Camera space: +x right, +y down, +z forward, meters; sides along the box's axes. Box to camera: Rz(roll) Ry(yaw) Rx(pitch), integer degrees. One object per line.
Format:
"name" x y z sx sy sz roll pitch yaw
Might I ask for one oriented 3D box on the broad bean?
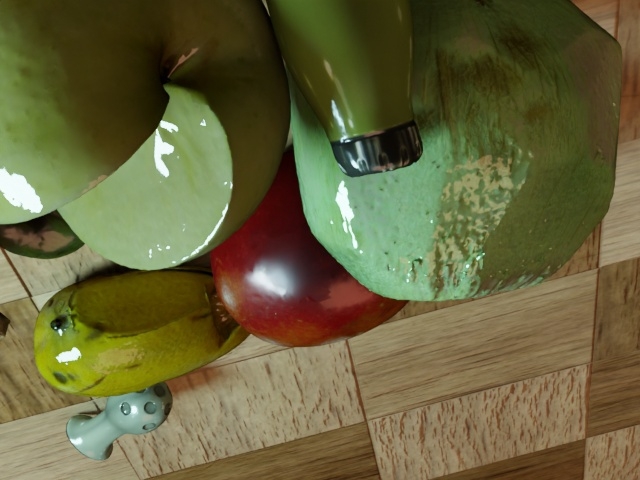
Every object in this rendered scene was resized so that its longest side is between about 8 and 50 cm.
"broad bean" -0.280 -0.065 1.847 0.153 0.072 0.206 -14 143 -7

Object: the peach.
"peach" 0.000 0.000 1.971 0.243 0.199 0.243 -22 -166 6

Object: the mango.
"mango" -0.192 0.098 2.144 0.262 0.130 0.167 -13 160 -14

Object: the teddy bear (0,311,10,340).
"teddy bear" -0.466 0.055 1.814 0.222 0.246 0.296 -37 -159 -23

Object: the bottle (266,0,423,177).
"bottle" 0.017 -0.180 1.527 0.112 0.260 0.112 -15 -174 2

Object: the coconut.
"coconut" 0.115 -0.114 1.707 0.328 0.328 0.281 -9 -171 -13

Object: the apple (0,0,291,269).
"apple" -0.171 -0.113 1.551 0.292 0.292 0.254 8 170 -39

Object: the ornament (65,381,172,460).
"ornament" -0.247 0.218 2.421 0.075 0.081 0.156 40 131 -16
